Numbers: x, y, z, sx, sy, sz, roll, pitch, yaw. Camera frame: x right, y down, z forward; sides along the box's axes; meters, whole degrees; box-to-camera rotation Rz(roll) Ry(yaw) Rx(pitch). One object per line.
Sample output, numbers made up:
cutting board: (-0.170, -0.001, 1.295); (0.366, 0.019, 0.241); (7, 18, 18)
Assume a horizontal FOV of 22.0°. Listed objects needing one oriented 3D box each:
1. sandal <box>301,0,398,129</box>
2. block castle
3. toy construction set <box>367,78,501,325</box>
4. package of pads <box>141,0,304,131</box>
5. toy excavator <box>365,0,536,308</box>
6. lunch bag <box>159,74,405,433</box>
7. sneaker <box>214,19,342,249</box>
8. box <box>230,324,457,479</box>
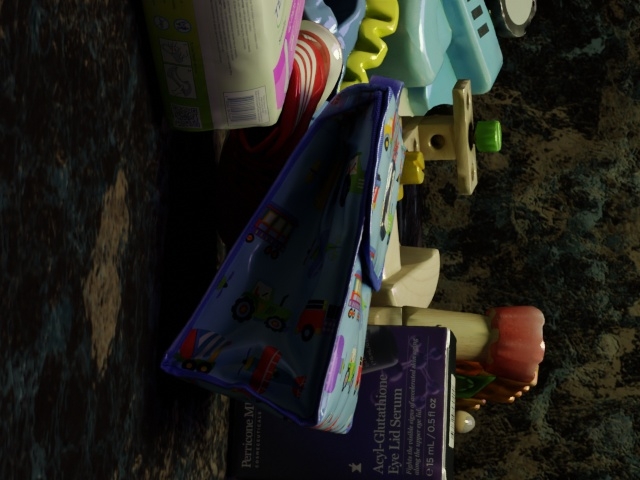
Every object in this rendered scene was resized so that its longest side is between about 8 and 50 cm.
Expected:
sandal: (-0.031, -0.126, 1.569); (0.138, 0.126, 0.317); (27, 66, -40)
block castle: (0.140, 0.261, 1.934); (0.453, 0.212, 0.303); (125, -30, -67)
toy construction set: (0.072, -0.057, 1.775); (0.257, 0.237, 0.309); (33, 60, -81)
package of pads: (-0.066, -0.263, 1.259); (0.229, 0.101, 0.297); (83, 11, -47)
toy excavator: (0.087, -0.189, 1.996); (0.445, 0.222, 0.433); (-59, 140, -35)
lunch bag: (0.000, 0.000, 1.360); (0.221, 0.138, 0.293); (45, 66, -79)
sneaker: (-0.059, -0.072, 1.372); (0.128, 0.087, 0.221); (-45, 154, -61)
box: (0.025, 0.159, 1.575); (0.108, 0.207, 0.153); (49, 42, -78)
